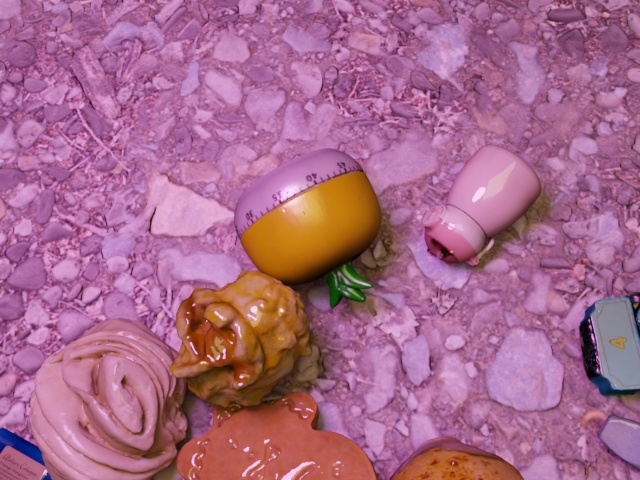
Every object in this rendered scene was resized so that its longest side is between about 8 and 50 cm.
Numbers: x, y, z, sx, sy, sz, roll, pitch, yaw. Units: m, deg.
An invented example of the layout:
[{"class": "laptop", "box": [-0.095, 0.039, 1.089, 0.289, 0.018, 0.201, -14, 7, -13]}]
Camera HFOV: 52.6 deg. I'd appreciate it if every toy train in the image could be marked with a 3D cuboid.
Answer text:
[{"class": "toy train", "box": [0.556, 0.192, 1.167, 0.155, 0.107, 0.197, -5, 70, 8]}]

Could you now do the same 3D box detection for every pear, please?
[{"class": "pear", "box": [0.223, 0.447, 1.004, 0.271, 0.271, 0.271, 0, 71, 1]}]

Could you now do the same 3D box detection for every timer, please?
[{"class": "timer", "box": [0.000, 0.000, 1.171, 0.285, 0.285, 0.285, 0, 71, 1]}]

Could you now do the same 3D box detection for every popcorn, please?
[{"class": "popcorn", "box": [-0.126, 0.169, 1.100, 0.256, 0.255, 0.195, -51, 54, 21]}]

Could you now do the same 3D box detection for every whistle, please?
[{"class": "whistle", "box": [0.612, 0.387, 1.102, 0.274, 0.093, 0.186, 28, 100, 14]}]

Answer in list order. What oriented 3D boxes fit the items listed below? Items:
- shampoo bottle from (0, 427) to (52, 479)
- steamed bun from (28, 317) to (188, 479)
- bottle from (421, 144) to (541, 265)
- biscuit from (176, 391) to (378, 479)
[{"class": "shampoo bottle", "box": [-0.513, 0.409, 1.141, 0.183, 0.050, 0.087, 25, 70, 10]}, {"class": "steamed bun", "box": [-0.367, 0.283, 1.100, 0.276, 0.203, 0.289, 34, 77, 16]}, {"class": "bottle", "box": [0.294, -0.055, 1.242, 0.147, 0.147, 0.236, 41, 84, 14]}, {"class": "biscuit", "box": [-0.070, 0.385, 1.074, 0.355, 0.052, 0.275, 24, 63, 31]}]
